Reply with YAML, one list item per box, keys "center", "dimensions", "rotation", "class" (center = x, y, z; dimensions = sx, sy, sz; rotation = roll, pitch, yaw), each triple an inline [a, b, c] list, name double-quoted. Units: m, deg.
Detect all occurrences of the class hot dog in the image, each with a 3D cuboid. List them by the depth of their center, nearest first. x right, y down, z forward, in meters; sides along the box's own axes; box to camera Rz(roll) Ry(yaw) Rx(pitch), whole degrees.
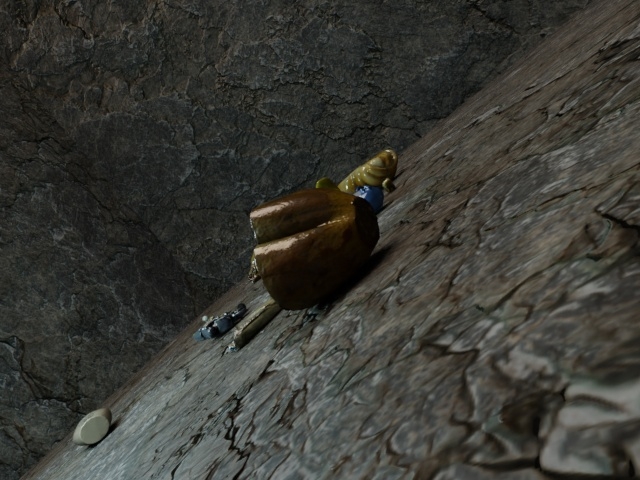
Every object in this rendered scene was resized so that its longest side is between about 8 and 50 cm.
- center: [0.219, -0.169, 1.544]
  dimensions: [0.030, 0.034, 0.090]
  rotation: [-49, -16, 6]
  class: "hot dog"

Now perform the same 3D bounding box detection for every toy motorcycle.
- center: [-0.315, 0.261, 1.492]
  dimensions: [0.193, 0.061, 0.124]
  rotation: [-28, 3, 29]
  class: "toy motorcycle"

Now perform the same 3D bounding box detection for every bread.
- center: [0.188, -0.242, 1.946]
  dimensions: [0.172, 0.121, 0.311]
  rotation: [-38, 3, -31]
  class: "bread"

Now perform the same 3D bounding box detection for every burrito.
- center: [-0.135, 0.170, 1.056]
  dimensions: [0.171, 0.042, 0.051]
  rotation: [-39, 7, -31]
  class: "burrito"

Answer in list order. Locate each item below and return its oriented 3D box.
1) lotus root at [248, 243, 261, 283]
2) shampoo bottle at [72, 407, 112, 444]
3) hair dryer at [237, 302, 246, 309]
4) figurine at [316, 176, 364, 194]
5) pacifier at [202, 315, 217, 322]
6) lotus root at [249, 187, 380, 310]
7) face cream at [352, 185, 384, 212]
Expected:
- center: [-0.151, 0.036, 1.781]
  dimensions: [0.342, 0.152, 0.169]
  rotation: [-39, 3, -34]
  class: "lotus root"
- center: [-0.682, 0.558, 1.464]
  dimensions: [0.127, 0.078, 0.256]
  rotation: [-48, 10, -29]
  class: "shampoo bottle"
- center: [-0.272, 0.245, 1.595]
  dimensions: [0.083, 0.031, 0.079]
  rotation: [-54, 14, -2]
  class: "hair dryer"
- center: [0.042, -0.127, 1.642]
  dimensions: [0.283, 0.205, 0.338]
  rotation: [-13, 3, -30]
  class: "figurine"
- center: [-0.425, 0.315, 1.863]
  dimensions: [0.083, 0.064, 0.068]
  rotation: [-41, 22, -15]
  class: "pacifier"
- center: [0.000, -0.001, 0.804]
  dimensions: [0.179, 0.188, 0.199]
  rotation: [-22, 10, 27]
  class: "lotus root"
- center: [0.083, -0.076, 1.394]
  dimensions: [0.149, 0.083, 0.264]
  rotation: [-44, 6, -39]
  class: "face cream"
